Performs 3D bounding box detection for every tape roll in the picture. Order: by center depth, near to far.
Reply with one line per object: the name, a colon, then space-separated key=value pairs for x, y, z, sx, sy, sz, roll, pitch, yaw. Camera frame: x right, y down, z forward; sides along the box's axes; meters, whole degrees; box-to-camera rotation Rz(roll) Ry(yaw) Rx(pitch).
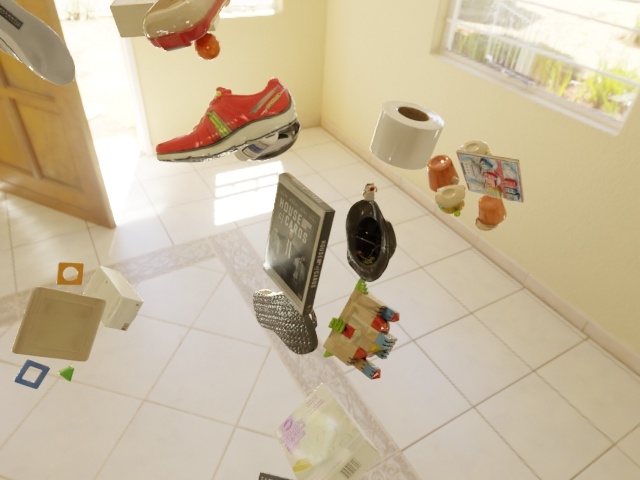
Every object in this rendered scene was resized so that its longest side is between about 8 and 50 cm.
tape roll: x=0.323 y=-0.402 z=1.701 sx=0.246 sy=0.169 sz=0.246 roll=10 pitch=38 yaw=-8

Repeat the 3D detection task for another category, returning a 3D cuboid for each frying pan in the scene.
frying pan: x=-0.197 y=-0.292 z=1.274 sx=0.326 sy=0.053 sz=0.197 roll=14 pitch=51 yaw=34

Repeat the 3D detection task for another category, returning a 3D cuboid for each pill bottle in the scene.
pill bottle: x=-0.163 y=-0.242 z=1.104 sx=0.067 sy=0.120 sz=0.067 roll=18 pitch=60 yaw=-35

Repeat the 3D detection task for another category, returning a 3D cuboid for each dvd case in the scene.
dvd case: x=-0.051 y=0.006 z=0.917 sx=0.029 sy=0.239 sz=0.179 roll=-9 pitch=34 yaw=-34

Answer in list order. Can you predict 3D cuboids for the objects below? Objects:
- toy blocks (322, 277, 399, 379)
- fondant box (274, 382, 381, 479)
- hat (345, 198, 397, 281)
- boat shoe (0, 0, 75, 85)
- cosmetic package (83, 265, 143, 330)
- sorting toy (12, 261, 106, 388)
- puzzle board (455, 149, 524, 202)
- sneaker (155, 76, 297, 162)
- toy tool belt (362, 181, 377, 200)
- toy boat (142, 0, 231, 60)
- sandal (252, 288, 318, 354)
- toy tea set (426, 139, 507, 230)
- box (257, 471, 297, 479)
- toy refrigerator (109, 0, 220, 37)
toy blocks: x=0.192 y=0.388 z=1.858 sx=0.261 sy=0.381 sz=0.190 roll=31 pitch=5 yaw=33
fondant box: x=0.010 y=0.646 z=1.440 sx=0.238 sy=0.096 sz=0.330 roll=-43 pitch=24 yaw=-8
hat: x=0.228 y=-0.003 z=1.813 sx=0.133 sy=0.331 sz=0.331 roll=-4 pitch=38 yaw=-28
boat shoe: x=-0.607 y=-0.415 z=0.888 sx=0.084 sy=0.258 sz=0.095 roll=14 pitch=66 yaw=29
cosmetic package: x=-0.692 y=0.190 z=1.496 sx=0.231 sy=0.117 sz=0.085 roll=29 pitch=0 yaw=42
sorting toy: x=-0.718 y=0.230 z=1.245 sx=0.196 sy=0.348 sz=0.047 roll=23 pitch=-14 yaw=-41
puzzle board: x=0.278 y=-0.101 z=0.734 sx=0.096 sy=0.128 sz=0.011 roll=18 pitch=75 yaw=33
sneaker: x=-0.185 y=-0.226 z=0.851 sx=0.279 sy=0.118 sz=0.107 roll=-22 pitch=9 yaw=-2
toy tool belt: x=0.174 y=-0.182 z=1.591 sx=0.052 sy=0.083 sz=0.051 roll=2 pitch=60 yaw=-5
toy boat: x=-0.270 y=-0.469 z=0.985 sx=0.151 sy=0.151 sz=0.231 roll=-2 pitch=52 yaw=21
sandal: x=-0.099 y=0.229 z=1.426 sx=0.107 sy=0.168 sz=0.445 roll=-10 pitch=10 yaw=-26
toy tea set: x=0.426 y=-0.142 z=1.315 sx=0.200 sy=0.124 sz=0.336 roll=-15 pitch=44 yaw=16
box: x=-0.085 y=0.957 z=1.480 sx=0.294 sy=0.183 sz=0.296 roll=-6 pitch=55 yaw=33
toy refrigerator: x=-0.426 y=-0.632 z=1.256 sx=0.269 sy=0.094 sz=0.102 roll=-4 pitch=46 yaw=2
